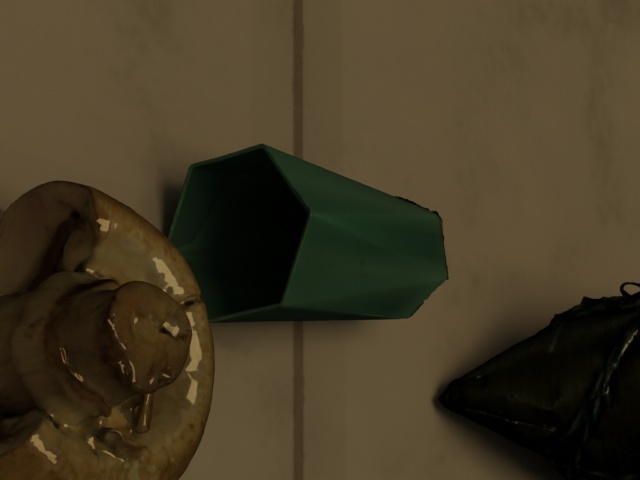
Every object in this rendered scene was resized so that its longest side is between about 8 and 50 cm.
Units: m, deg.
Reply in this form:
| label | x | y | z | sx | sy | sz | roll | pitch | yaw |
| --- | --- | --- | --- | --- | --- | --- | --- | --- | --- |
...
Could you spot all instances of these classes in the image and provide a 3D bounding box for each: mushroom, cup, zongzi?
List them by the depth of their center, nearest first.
| label | x | y | z | sx | sy | sz | roll | pitch | yaw |
| --- | --- | --- | --- | --- | --- | --- | --- | --- | --- |
| mushroom | -0.153 | 0.095 | 1.397 | 0.189 | 0.195 | 0.253 | 31 | 57 | -40 |
| cup | 0.000 | 0.000 | 1.651 | 0.236 | 0.134 | 0.148 | 5 | 107 | -54 |
| zongzi | 0.344 | 0.217 | 1.896 | 0.383 | 0.319 | 0.362 | 15 | 64 | -64 |
